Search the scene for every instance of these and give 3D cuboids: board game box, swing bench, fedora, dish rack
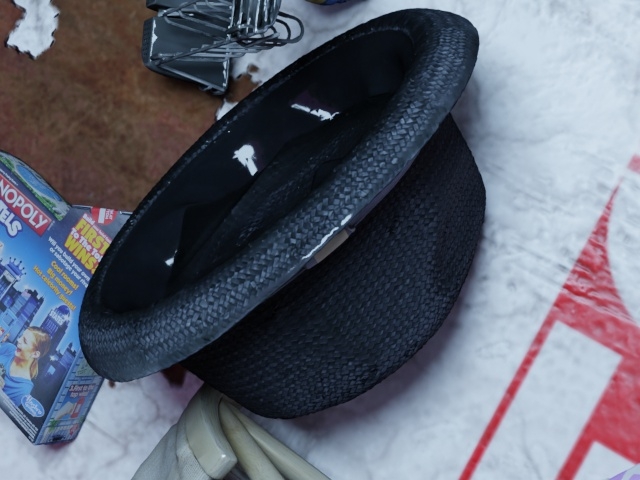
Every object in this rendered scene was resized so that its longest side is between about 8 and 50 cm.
[{"bbox_3d":[-0.216,0.025,1.022,0.194,0.060,0.194,43,101,19],"label":"board game box"},{"bbox_3d":[-0.074,0.268,0.894,0.255,0.165,0.253,41,102,19],"label":"swing bench"},{"bbox_3d":[0.000,0.000,0.867,0.334,0.334,0.152,-33,114,17],"label":"fedora"},{"bbox_3d":[-0.052,-0.215,0.878,0.271,0.074,0.208,-177,92,-65],"label":"dish rack"}]

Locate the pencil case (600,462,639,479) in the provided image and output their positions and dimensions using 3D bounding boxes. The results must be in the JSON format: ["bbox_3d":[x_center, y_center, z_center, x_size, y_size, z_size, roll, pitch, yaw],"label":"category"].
[{"bbox_3d":[0.243,0.160,0.821,0.206,0.086,0.088,-32,50,16],"label":"pencil case"}]

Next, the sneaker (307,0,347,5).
[{"bbox_3d":[0.035,-0.319,0.935,0.131,0.112,0.296,36,108,47],"label":"sneaker"}]
